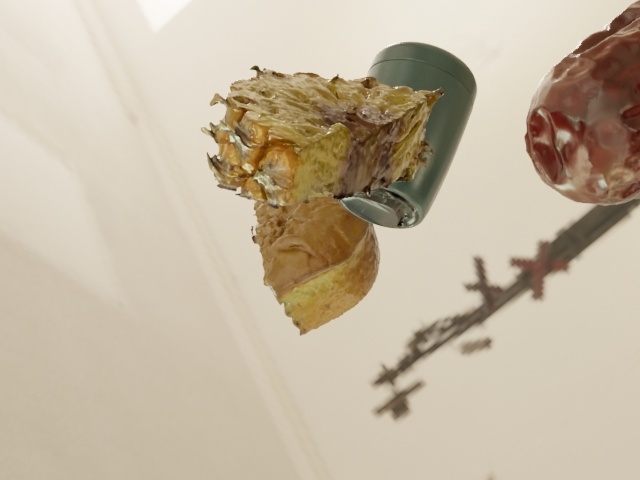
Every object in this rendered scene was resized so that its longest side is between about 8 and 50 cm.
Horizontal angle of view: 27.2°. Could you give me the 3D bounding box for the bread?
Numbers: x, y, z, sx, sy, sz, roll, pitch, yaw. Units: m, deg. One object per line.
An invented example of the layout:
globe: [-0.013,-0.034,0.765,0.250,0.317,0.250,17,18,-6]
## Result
bread: [0.000,0.000,1.627,0.229,0.140,0.143,-99,-11,-51]

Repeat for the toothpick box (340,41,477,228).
toothpick box: [0.088,-0.108,1.408,0.120,0.184,0.120,17,157,8]

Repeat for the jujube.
jujube: [0.270,-0.116,1.055,0.155,0.230,0.155,47,151,37]

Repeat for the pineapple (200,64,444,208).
pineapple: [-0.015,-0.084,1.001,0.135,0.079,0.233,16,-162,30]
